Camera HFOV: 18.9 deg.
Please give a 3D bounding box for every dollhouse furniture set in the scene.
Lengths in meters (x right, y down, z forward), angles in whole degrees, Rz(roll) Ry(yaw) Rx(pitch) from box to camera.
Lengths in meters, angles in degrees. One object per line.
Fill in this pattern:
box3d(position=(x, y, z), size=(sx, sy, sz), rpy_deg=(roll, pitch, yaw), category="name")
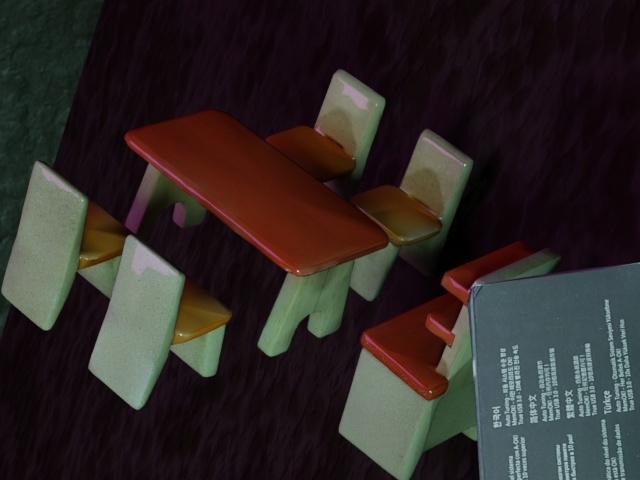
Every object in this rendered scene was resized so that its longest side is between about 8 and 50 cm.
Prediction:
box3d(position=(0.000, 0.000, 1.082), size=(0.259, 0.262, 0.135), rpy_deg=(37, 127, 27), category="dollhouse furniture set")

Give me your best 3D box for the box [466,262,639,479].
box3d(position=(0.113, 0.200, 0.665), size=(0.242, 0.077, 0.307), rpy_deg=(69, -164, -50), category="box")
